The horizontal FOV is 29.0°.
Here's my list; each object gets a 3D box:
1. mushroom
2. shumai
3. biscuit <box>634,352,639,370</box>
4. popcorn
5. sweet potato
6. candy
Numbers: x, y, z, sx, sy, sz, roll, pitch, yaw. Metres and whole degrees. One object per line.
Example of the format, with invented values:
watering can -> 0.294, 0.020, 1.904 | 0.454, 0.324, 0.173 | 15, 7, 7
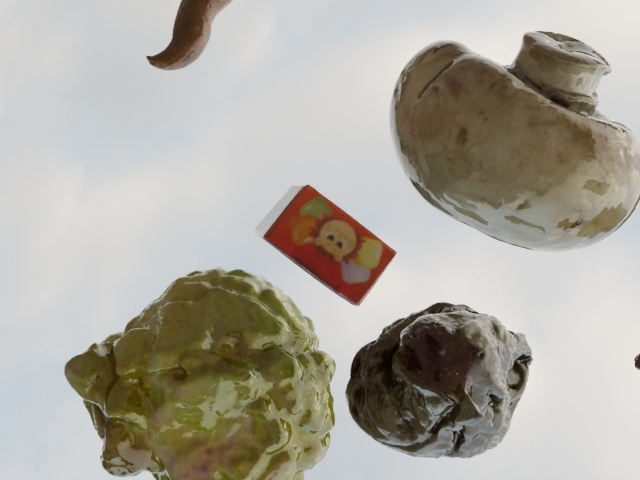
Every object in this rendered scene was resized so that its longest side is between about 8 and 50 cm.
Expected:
mushroom -> 0.122, -0.067, 0.764 | 0.166, 0.166, 0.127 | 39, -65, 52
shumai -> 0.158, 0.170, 1.383 | 0.185, 0.218, 0.184 | -154, -99, -70
biscuit -> 0.409, 0.054, 1.240 | 0.229, 0.176, 0.031 | -26, -172, 15
popcorn -> -0.107, 0.139, 1.208 | 0.259, 0.259, 0.212 | -41, -174, 18
sweet potato -> -0.142, -0.287, 1.515 | 0.202, 0.055, 0.058 | -60, -164, -14
candy -> 0.000, 0.000, 0.685 | 0.038, 0.062, 0.122 | -53, -175, -1
